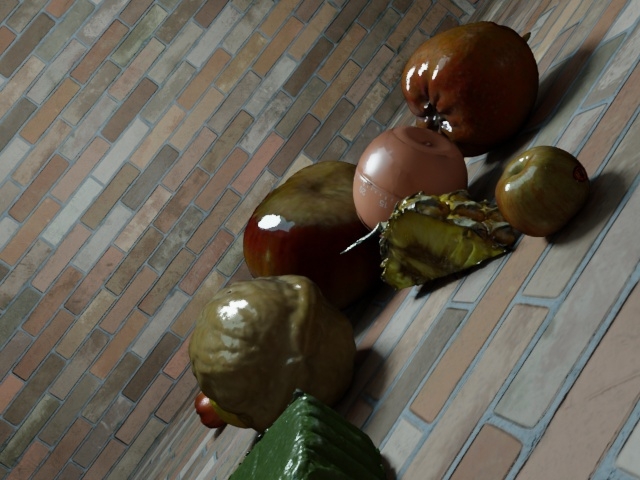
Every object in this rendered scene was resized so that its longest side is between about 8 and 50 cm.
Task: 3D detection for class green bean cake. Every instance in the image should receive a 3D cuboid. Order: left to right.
[{"bbox_3d":[-0.036,0.343,0.757,0.247,0.156,0.250,-51,7,3],"label":"green bean cake"}]

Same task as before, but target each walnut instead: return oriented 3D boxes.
[{"bbox_3d":[-0.087,0.207,1.155,0.306,0.306,0.344,-55,10,-16],"label":"walnut"}]

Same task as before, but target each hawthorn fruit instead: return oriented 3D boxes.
[{"bbox_3d":[-0.327,0.527,1.932,0.125,0.140,0.125,-174,90,-88],"label":"hawthorn fruit"},{"bbox_3d":[0.334,-0.333,1.292,0.298,0.277,0.277,-43,6,-6],"label":"hawthorn fruit"}]

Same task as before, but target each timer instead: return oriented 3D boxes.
[{"bbox_3d":[0.180,-0.110,1.255,0.230,0.229,0.215,-64,-6,-57],"label":"timer"}]

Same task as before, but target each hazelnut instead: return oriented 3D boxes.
[{"bbox_3d":[0.000,0.000,1.483,0.359,0.359,0.409,-48,0,31],"label":"hazelnut"}]

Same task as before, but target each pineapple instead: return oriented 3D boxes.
[{"bbox_3d":[0.193,-0.029,1.078,0.161,0.158,0.334,-56,7,-28],"label":"pineapple"}]

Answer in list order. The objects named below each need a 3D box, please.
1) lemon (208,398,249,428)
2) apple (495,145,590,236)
[{"bbox_3d":[-0.169,0.344,1.458,0.192,0.192,0.231,-55,10,-14],"label":"lemon"},{"bbox_3d":[0.295,-0.067,0.833,0.126,0.102,0.126,-51,7,8],"label":"apple"}]
